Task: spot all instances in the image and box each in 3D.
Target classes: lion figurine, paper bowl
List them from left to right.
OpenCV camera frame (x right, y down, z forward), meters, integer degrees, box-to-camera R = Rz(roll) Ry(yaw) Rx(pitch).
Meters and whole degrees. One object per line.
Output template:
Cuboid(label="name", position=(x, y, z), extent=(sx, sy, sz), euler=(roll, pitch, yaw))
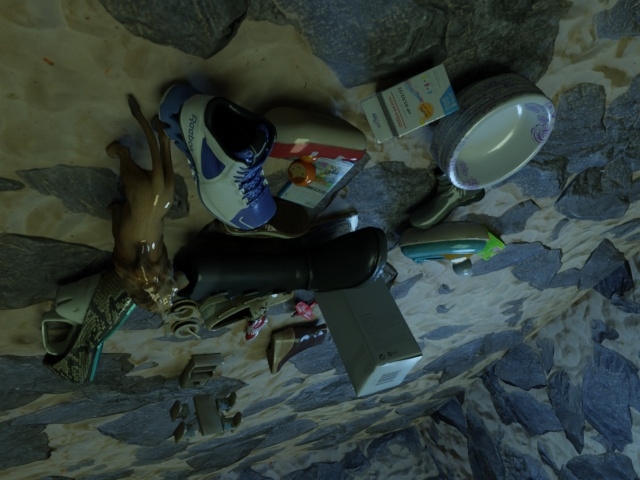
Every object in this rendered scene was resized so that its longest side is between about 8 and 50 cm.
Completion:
Cuboid(label="lion figurine", position=(-0.338, -0.046, 0.986), extent=(0.142, 0.240, 0.392), euler=(-10, 143, -21))
Cuboid(label="paper bowl", position=(0.399, -0.271, 1.233), extent=(0.284, 0.148, 0.284), euler=(-16, 145, -12))

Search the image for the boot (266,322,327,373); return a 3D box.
Cuboid(label="boot", position=(-0.086, 0.401, 1.888), extent=(0.207, 0.090, 0.248), euler=(-7, 139, -21))

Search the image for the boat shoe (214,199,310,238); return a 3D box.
Cuboid(label="boat shoe", position=(-0.143, -0.050, 1.263), extent=(0.257, 0.095, 0.095), euler=(4, 167, -43))

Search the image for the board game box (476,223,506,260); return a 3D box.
Cuboid(label="board game box", position=(0.585, 0.009, 1.824), extent=(0.092, 0.043, 0.181), euler=(-41, 144, 21))

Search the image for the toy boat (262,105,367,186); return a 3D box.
Cuboid(label="toy boat", position=(-0.028, -0.183, 1.060), extent=(0.231, 0.151, 0.151), euler=(2, 118, -33))

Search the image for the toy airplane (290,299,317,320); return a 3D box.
Cuboid(label="toy airplane", position=(-0.035, 0.221, 1.732), extent=(0.151, 0.028, 0.151), euler=(-18, 147, -12))

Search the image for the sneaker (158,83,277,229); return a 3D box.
Cuboid(label="sneaker", position=(-0.155, -0.139, 0.946), extent=(0.127, 0.182, 0.315), euler=(-50, 133, -26))

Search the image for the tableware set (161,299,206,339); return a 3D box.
Cuboid(label="tableware set", position=(-0.401, 0.241, 1.516), extent=(0.128, 0.039, 0.194), euler=(-13, 145, -18))

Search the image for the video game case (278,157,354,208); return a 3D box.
Cuboid(label="video game case", position=(-0.011, -0.150, 1.255), extent=(0.119, 0.015, 0.166), euler=(16, 129, -44))

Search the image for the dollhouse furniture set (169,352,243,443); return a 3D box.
Cuboid(label="dollhouse furniture set", position=(-0.386, 0.532, 1.739), extent=(0.212, 0.242, 0.161), euler=(4, 136, -37))

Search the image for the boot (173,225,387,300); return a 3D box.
Cuboid(label="boot", position=(-0.107, 0.059, 1.278), extent=(0.445, 0.146, 0.367), euler=(4, 157, -29))

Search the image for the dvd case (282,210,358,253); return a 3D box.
Cuboid(label="dvd case", position=(0.000, 0.000, 1.464), extent=(0.221, 0.018, 0.164), euler=(-16, 145, -13))

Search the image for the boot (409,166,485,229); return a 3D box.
Cuboid(label="boot", position=(0.345, -0.144, 1.455), extent=(0.247, 0.083, 0.161), euler=(-29, 135, 5))

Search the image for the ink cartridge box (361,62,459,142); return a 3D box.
Cuboid(label="ink cartridge box", position=(0.191, -0.292, 1.105), extent=(0.181, 0.061, 0.104), euler=(-25, 103, 0))

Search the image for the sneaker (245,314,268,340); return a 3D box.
Cuboid(label="sneaker", position=(-0.230, 0.286, 1.684), extent=(0.067, 0.042, 0.118), euler=(12, 124, -47))

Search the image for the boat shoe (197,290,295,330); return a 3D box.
Cuboid(label="boat shoe", position=(-0.204, 0.195, 1.518), extent=(0.302, 0.098, 0.109), euler=(-11, 143, -29))

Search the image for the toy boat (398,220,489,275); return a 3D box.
Cuboid(label="toy boat", position=(0.406, 0.030, 1.600), extent=(0.268, 0.148, 0.318), euler=(-8, 169, 31))

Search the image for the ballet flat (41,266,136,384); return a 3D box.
Cuboid(label="ballet flat", position=(-0.586, 0.202, 1.265), extent=(0.182, 0.164, 0.483), euler=(24, 127, -24))

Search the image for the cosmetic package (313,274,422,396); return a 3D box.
Cuboid(label="cosmetic package", position=(0.125, 0.238, 1.541), extent=(0.156, 0.385, 0.217), euler=(-8, 145, -21))
